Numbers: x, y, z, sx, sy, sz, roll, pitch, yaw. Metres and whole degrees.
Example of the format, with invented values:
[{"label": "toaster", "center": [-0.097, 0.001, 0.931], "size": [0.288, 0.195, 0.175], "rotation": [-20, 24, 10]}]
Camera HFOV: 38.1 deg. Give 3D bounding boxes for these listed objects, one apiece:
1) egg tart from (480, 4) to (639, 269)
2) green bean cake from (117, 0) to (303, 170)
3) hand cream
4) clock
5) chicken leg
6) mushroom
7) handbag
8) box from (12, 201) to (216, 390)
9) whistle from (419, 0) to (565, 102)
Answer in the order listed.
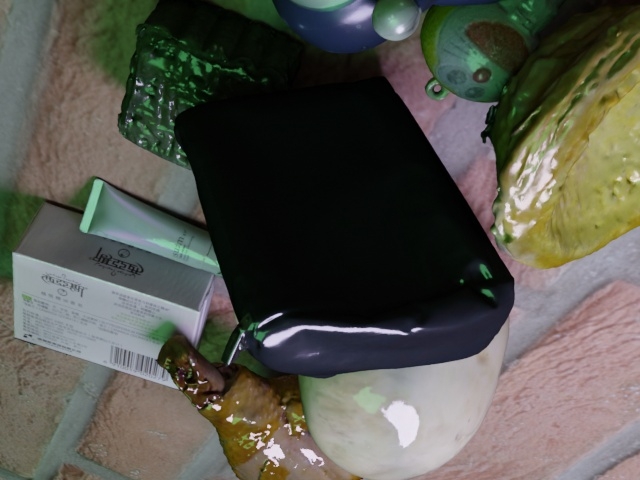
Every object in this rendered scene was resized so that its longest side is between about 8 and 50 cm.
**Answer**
[{"label": "egg tart", "center": [0.260, -0.110, 0.859], "size": [0.315, 0.120, 0.315], "rotation": [-24, 142, -21]}, {"label": "green bean cake", "center": [-0.124, -0.155, 1.009], "size": [0.173, 0.094, 0.181], "rotation": [23, 135, -5]}, {"label": "hand cream", "center": [-0.211, -0.010, 1.214], "size": [0.205, 0.050, 0.078], "rotation": [22, 111, -2]}, {"label": "clock", "center": [0.065, -0.248, 0.800], "size": [0.243, 0.199, 0.146], "rotation": [-6, 149, 30]}, {"label": "chicken leg", "center": [-0.047, 0.229, 1.301], "size": [0.295, 0.182, 0.409], "rotation": [-26, 131, 21]}, {"label": "mushroom", "center": [0.052, 0.112, 1.125], "size": [0.336, 0.314, 0.314], "rotation": [18, 143, 38]}, {"label": "handbag", "center": [0.001, 0.002, 0.898], "size": [0.275, 0.301, 0.178], "rotation": [-13, 145, -17]}, {"label": "box", "center": [-0.285, 0.082, 1.284], "size": [0.260, 0.111, 0.194], "rotation": [20, 136, -1]}, {"label": "whistle", "center": [0.177, -0.208, 0.855], "size": [0.123, 0.123, 0.223], "rotation": [36, 119, -18]}]
